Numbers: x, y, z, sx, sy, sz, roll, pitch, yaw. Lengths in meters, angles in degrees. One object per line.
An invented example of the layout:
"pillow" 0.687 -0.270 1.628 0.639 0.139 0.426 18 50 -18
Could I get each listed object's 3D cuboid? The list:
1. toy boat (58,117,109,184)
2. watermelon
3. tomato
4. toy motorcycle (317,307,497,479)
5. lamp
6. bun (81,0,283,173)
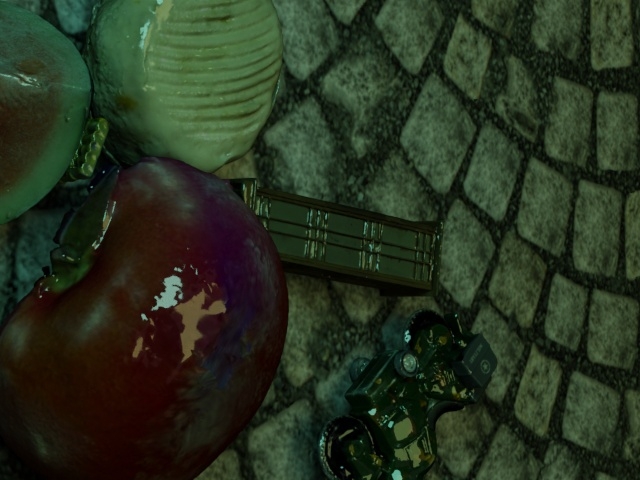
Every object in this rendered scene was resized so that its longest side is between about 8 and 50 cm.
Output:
"toy boat" -0.242 -0.081 1.789 0.016 0.115 0.063 34 64 -35
"watermelon" -0.318 -0.116 1.764 0.202 0.136 0.207 26 98 -5
"tomato" -0.131 0.105 1.802 0.335 0.176 0.289 -56 137 -11
"toy motorcycle" 0.108 0.207 2.161 0.187 0.124 0.275 54 52 -20
"lamp" 0.000 0.000 2.070 0.325 0.090 0.089 11 82 -46
"bun" -0.144 -0.173 1.879 0.239 0.141 0.239 -16 112 -45
